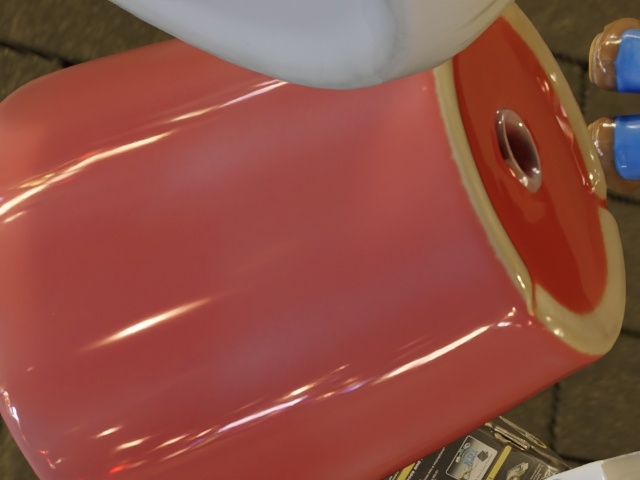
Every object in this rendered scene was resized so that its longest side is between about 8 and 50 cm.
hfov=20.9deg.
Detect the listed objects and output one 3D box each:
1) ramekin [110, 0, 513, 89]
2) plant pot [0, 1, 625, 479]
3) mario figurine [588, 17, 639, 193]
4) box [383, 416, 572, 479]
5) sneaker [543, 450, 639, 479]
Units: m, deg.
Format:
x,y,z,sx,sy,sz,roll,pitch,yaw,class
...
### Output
x,y,z,sx,sy,sz,roll,pitch,yaw,class
-0.031,-0.154,0.473,0.273,0.273,0.127,35,76,-7,ramekin
0.000,0.000,0.855,0.275,0.243,0.275,42,36,-41,plant pot
0.369,-0.091,1.280,0.320,0.198,0.170,5,41,25,mario figurine
0.015,0.304,1.598,0.318,0.097,0.395,30,93,-40,box
0.195,0.277,1.242,0.127,0.315,0.182,-9,63,-31,sneaker
